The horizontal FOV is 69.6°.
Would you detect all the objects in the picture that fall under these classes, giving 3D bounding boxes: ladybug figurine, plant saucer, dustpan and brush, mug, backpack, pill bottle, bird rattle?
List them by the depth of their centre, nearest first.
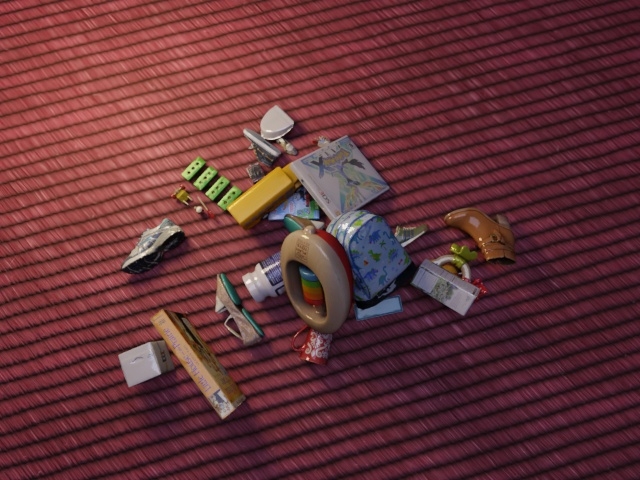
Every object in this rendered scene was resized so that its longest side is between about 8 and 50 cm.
[{"bbox_3d":[0.000,0.131,1.635,0.305,0.449,0.162,27,47,34],"label":"ladybug figurine"},{"bbox_3d":[0.175,0.048,1.734,0.290,0.273,0.355,-36,94,-13],"label":"backpack"},{"bbox_3d":[-0.018,0.382,1.778,0.150,0.113,0.169,29,72,-37],"label":"mug"},{"bbox_3d":[-0.162,0.129,1.813,0.265,0.153,0.153,-30,81,-6],"label":"pill bottle"},{"bbox_3d":[0.544,0.142,1.855,0.207,0.143,0.253,-10,92,10],"label":"bird rattle"},{"bbox_3d":[0.232,0.272,1.857,0.192,0.018,0.067,-12,79,-2],"label":"plant saucer"},{"bbox_3d":[-0.228,-0.469,1.979,0.211,0.060,0.147,-37,62,-9],"label":"dustpan and brush"}]

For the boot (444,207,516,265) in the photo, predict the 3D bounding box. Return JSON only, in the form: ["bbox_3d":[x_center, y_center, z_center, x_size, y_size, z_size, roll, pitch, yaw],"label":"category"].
[{"bbox_3d":[0.641,-0.006,1.842,0.283,0.109,0.220,10,56,-11],"label":"boot"}]

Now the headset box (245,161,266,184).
[{"bbox_3d":[-0.274,-0.287,1.955,0.062,0.032,0.083,-26,82,-5],"label":"headset box"}]

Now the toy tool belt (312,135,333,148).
[{"bbox_3d":[0.010,-0.424,1.979,0.083,0.052,0.051,21,49,1],"label":"toy tool belt"}]

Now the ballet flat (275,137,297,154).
[{"bbox_3d":[-0.148,-0.408,1.975,0.114,0.041,0.041,40,82,7],"label":"ballet flat"}]

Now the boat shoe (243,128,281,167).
[{"bbox_3d":[-0.261,-0.387,1.937,0.183,0.065,0.083,37,116,-2],"label":"boat shoe"}]

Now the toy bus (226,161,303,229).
[{"bbox_3d":[-0.208,-0.186,1.846,0.333,0.130,0.108,-39,81,-7],"label":"toy bus"}]

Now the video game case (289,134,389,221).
[{"bbox_3d":[0.084,-0.256,1.876,0.329,0.036,0.300,-33,82,-33],"label":"video game case"}]

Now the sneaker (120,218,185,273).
[{"bbox_3d":[-0.691,0.023,1.873,0.283,0.110,0.122,-38,64,-9],"label":"sneaker"}]

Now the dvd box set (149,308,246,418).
[{"bbox_3d":[-0.433,0.440,1.676,0.062,0.307,0.420,-38,81,-9],"label":"dvd box set"}]

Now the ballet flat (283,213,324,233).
[{"bbox_3d":[0.000,0.000,1.868,0.342,0.116,0.124,45,62,11],"label":"ballet flat"}]

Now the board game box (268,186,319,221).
[{"bbox_3d":[-0.111,-0.162,1.928,0.211,0.039,0.160,-2,79,0],"label":"board game box"}]

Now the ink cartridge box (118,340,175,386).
[{"bbox_3d":[-0.651,0.461,1.736,0.128,0.176,0.127,-23,80,-4],"label":"ink cartridge box"}]

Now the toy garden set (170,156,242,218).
[{"bbox_3d":[-0.484,-0.199,1.931,0.244,0.049,0.204,39,80,6],"label":"toy garden set"}]

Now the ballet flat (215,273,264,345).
[{"bbox_3d":[-0.347,0.280,1.812,0.106,0.107,0.316,-35,80,1],"label":"ballet flat"}]

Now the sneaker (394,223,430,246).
[{"bbox_3d":[0.349,-0.030,1.890,0.192,0.064,0.086,-34,86,-3],"label":"sneaker"}]

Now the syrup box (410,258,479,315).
[{"bbox_3d":[0.478,0.177,1.773,0.237,0.096,0.093,31,116,16],"label":"syrup box"}]
